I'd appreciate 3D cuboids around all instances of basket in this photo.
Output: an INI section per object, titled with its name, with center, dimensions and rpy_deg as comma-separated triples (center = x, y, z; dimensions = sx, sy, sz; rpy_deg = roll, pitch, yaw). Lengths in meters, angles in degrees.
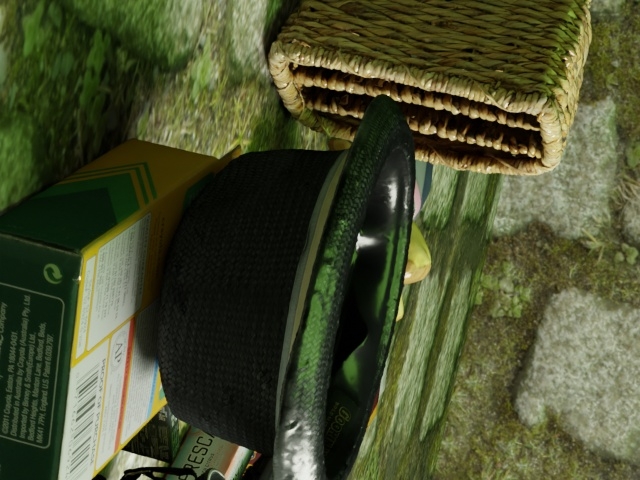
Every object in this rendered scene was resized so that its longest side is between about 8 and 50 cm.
[basket]
center = 0.110, -0.150, 1.820
dimensions = 0.223, 0.299, 0.213
rpy_deg = -66, 165, -46

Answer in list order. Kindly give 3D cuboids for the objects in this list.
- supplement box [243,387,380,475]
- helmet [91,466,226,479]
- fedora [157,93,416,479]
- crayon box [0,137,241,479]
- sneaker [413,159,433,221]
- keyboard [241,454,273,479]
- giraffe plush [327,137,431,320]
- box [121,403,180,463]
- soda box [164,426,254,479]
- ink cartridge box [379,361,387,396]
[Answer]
[supplement box]
center = -0.012, 0.147, 1.980
dimensions = 0.191, 0.129, 0.194
rpy_deg = -55, 154, -59
[helmet]
center = -0.142, 0.279, 1.495
dimensions = 0.169, 0.169, 0.161
rpy_deg = 73, 16, -66
[fedora]
center = -0.033, 0.039, 1.354
dimensions = 0.334, 0.152, 0.334
rpy_deg = 10, 90, -79
[crayon box]
center = -0.162, 0.049, 1.346
dimensions = 0.323, 0.083, 0.203
rpy_deg = -43, 144, -66
[sneaker]
center = 0.067, -0.065, 2.141
dimensions = 0.131, 0.112, 0.319
rpy_deg = 93, 15, -49
[keyboard]
center = -0.126, 0.348, 1.804
dimensions = 0.201, 0.033, 0.317
rpy_deg = -58, -179, 41
[giraffe plush]
center = 0.000, 0.000, 1.819
dimensions = 0.170, 0.181, 0.210
rpy_deg = -20, 131, -43
[box]
center = -0.155, 0.151, 1.513
dimensions = 0.018, 0.067, 0.083
rpy_deg = -64, 162, -44
[soda box]
center = -0.117, 0.238, 1.787
dimensions = 0.063, 0.058, 0.183
rpy_deg = 92, 18, -44
[ink cartridge box]
center = 0.033, 0.130, 2.296
dimensions = 0.296, 0.066, 0.261
rpy_deg = -47, 149, -64
